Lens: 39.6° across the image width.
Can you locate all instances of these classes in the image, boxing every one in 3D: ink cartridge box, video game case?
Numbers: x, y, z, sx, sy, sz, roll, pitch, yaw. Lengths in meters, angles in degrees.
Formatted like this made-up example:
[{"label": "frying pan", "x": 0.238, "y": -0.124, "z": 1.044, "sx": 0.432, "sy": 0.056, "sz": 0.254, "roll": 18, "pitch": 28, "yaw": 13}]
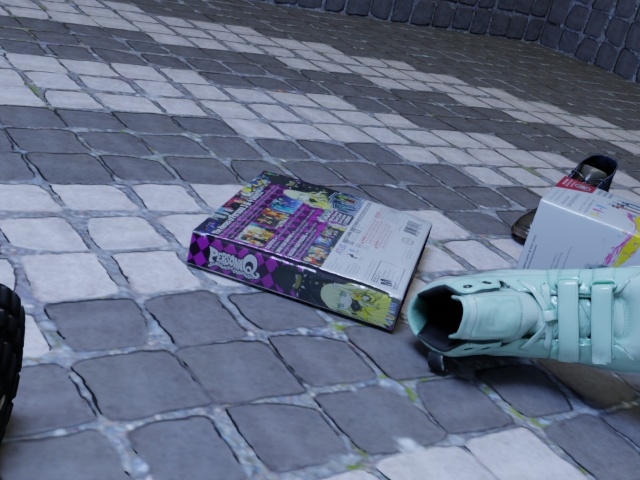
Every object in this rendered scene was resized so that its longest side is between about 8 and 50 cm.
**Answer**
[{"label": "ink cartridge box", "x": 0.308, "y": 0.030, "z": 0.936, "sx": 0.176, "sy": 0.127, "sz": 0.128, "roll": 24, "pitch": 24, "yaw": 19}, {"label": "video game case", "x": 0.000, "y": 0.000, "z": 0.927, "sx": 0.210, "sy": 0.042, "sz": 0.232, "roll": 18, "pitch": 22, "yaw": 7}]

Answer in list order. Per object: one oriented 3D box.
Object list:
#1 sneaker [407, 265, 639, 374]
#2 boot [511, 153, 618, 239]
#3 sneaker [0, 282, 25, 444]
[{"label": "sneaker", "x": 0.194, "y": 0.072, "z": 0.741, "sx": 0.255, "sy": 0.094, "sz": 0.151, "roll": -2, "pitch": 2, "yaw": 45}, {"label": "boot", "x": 0.328, "y": -0.058, "z": 1.184, "sx": 0.082, "sy": 0.106, "sz": 0.219, "roll": 29, "pitch": 26, "yaw": 31}, {"label": "sneaker", "x": -0.238, "y": 0.055, "z": 0.436, "sx": 0.124, "sy": 0.107, "sz": 0.283, "roll": 9, "pitch": -14, "yaw": 2}]
